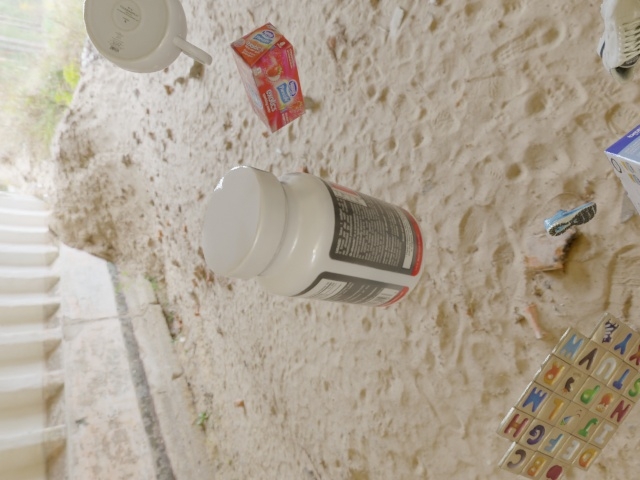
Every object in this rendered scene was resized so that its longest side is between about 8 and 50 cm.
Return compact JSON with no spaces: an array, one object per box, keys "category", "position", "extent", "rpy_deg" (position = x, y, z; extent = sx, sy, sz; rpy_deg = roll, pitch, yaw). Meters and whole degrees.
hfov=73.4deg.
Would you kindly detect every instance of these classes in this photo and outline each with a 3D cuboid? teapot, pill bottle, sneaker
[{"category":"teapot","position":[-0.437,-0.535,1.083],"extent":[0.187,0.253,0.255],"rpy_deg":[-59,-49,-80]},{"category":"pill bottle","position":[0.000,0.000,0.754],"extent":[0.210,0.363,0.209],"rpy_deg":[-17,66,46]},{"category":"sneaker","position":[0.778,-0.081,1.344],"extent":[0.162,0.063,0.073],"rpy_deg":[-27,38,12]},{"category":"sneaker","position":[0.611,-0.412,0.849],"extent":[0.090,0.235,0.094],"rpy_deg":[-11,68,28]}]

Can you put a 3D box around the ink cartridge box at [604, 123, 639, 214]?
[{"category":"ink cartridge box","position":[0.920,-0.148,1.089],"extent":[0.151,0.270,0.395],"rpy_deg":[-40,21,11]}]

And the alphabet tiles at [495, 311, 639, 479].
[{"category":"alphabet tiles","position":[0.483,0.308,0.802],"extent":[0.342,0.285,0.011],"rpy_deg":[-58,24,5]}]

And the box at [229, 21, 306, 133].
[{"category":"box","position":[-0.138,-0.443,1.194],"extent":[0.122,0.128,0.256],"rpy_deg":[51,169,23]}]
